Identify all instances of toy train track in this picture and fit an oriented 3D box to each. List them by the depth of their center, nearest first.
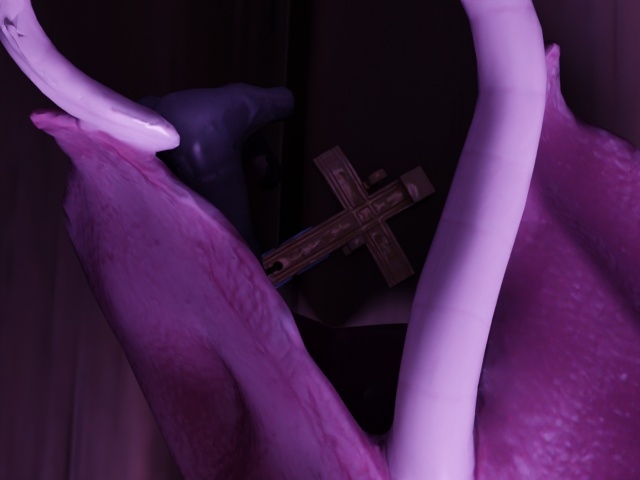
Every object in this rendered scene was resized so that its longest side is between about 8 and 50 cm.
[{"bbox_3d":[0.000,0.000,0.596,0.083,0.014,0.048,-31,86,-14],"label":"toy train track"}]

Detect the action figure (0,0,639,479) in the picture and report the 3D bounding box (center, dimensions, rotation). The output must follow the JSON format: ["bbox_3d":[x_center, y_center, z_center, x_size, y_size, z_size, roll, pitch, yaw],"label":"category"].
[{"bbox_3d":[0.050,0.121,0.444,0.248,0.275,0.370,-5,52,5],"label":"action figure"}]
